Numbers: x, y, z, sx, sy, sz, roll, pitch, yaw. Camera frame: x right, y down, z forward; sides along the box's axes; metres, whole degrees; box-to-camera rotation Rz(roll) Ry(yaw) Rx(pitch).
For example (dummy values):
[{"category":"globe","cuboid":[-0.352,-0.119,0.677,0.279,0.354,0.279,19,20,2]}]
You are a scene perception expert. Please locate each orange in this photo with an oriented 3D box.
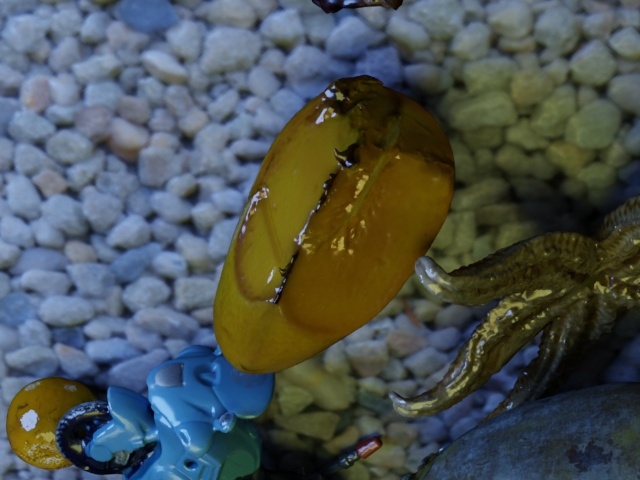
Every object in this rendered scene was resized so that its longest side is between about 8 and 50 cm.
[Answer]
[{"category":"orange","cuboid":[-0.222,0.151,1.517,0.083,0.070,0.083,5,139,4]}]

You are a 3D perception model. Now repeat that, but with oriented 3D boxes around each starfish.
[{"category":"starfish","cuboid":[0.209,0.046,1.368,0.327,0.094,0.375,0,144,-12]}]

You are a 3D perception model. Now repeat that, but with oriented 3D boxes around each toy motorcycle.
[{"category":"toy motorcycle","cuboid":[-0.072,0.186,1.497,0.182,0.124,0.272,-36,121,22]}]

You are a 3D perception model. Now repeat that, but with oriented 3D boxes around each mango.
[{"category":"mango","cuboid":[0.000,0.000,1.323,0.126,0.154,0.252,20,121,-23]}]

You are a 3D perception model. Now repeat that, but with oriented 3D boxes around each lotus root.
[{"category":"lotus root","cuboid":[0.208,0.197,1.372,0.349,0.175,0.175,-25,121,39]}]

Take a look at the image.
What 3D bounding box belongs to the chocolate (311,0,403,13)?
[{"category":"chocolate","cuboid":[0.015,-0.212,1.155,0.224,0.177,0.206,10,127,1]}]
